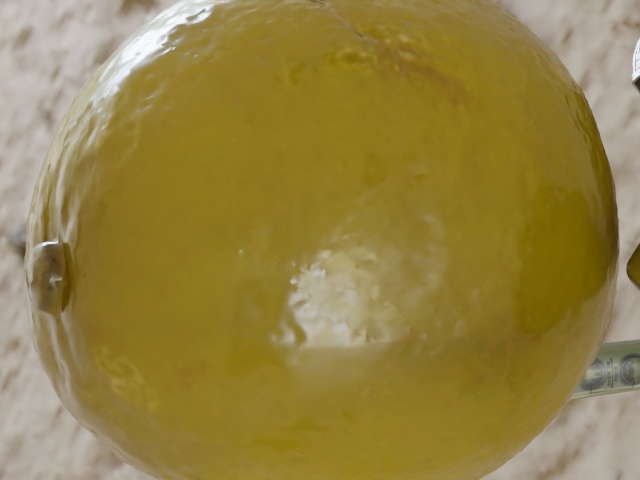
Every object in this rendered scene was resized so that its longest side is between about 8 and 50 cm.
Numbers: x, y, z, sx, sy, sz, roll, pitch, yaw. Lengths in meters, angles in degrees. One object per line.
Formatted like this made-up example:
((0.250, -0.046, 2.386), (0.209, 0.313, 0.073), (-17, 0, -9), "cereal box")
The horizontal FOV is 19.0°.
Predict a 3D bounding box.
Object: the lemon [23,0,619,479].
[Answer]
((0.000, 0.000, 1.093), (0.348, 0.348, 0.348), (-41, 35, 38), "lemon")

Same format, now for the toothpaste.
((0.211, 0.106, 1.541), (0.039, 0.239, 0.062), (-145, 49, -73), "toothpaste")

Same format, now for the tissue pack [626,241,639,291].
((0.258, 0.029, 0.989), (0.127, 0.178, 0.123), (-46, -8, 2), "tissue pack")

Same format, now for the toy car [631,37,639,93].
((0.409, -0.139, 1.983), (0.089, 0.209, 0.108), (-32, 27, 27), "toy car")
